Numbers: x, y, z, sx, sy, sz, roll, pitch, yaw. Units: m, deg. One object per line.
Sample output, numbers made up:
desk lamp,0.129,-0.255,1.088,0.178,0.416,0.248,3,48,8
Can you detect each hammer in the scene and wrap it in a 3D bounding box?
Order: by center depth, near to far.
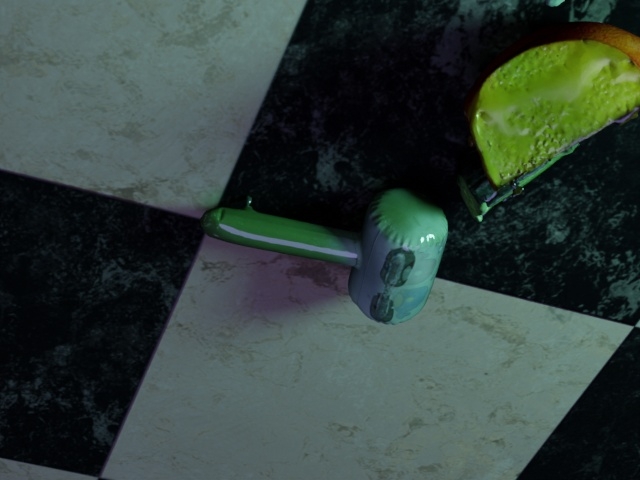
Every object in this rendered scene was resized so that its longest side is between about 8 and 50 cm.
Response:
hammer,0.000,0.000,2.160,0.336,0.119,0.206,12,136,-2

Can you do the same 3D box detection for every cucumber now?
cucumber,0.248,-0.097,2.067,0.193,0.085,0.115,-30,173,27

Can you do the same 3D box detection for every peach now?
peach,0.298,-0.190,1.909,0.267,0.159,0.154,-31,98,17

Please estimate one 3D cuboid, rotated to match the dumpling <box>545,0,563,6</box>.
dumpling,0.284,-0.367,1.756,0.149,0.105,0.216,-4,127,7
